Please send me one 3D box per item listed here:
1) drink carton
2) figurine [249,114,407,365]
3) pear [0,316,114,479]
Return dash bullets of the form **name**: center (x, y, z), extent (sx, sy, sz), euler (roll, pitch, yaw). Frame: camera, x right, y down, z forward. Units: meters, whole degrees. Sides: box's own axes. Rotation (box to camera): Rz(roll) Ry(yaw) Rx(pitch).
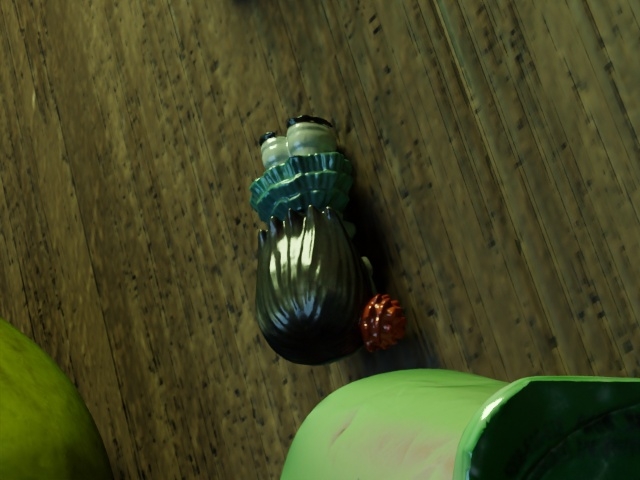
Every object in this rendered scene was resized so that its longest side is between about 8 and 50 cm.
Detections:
- **drink carton**: center (0.063, 0.103, 0.428), extent (0.142, 0.146, 0.144), euler (5, 92, 62)
- **figurine**: center (0.000, 0.000, 0.591), extent (0.060, 0.047, 0.106), euler (-16, 63, 15)
- **pear**: center (-0.233, 0.139, 0.720), extent (0.307, 0.253, 0.253), euler (33, 115, 45)
